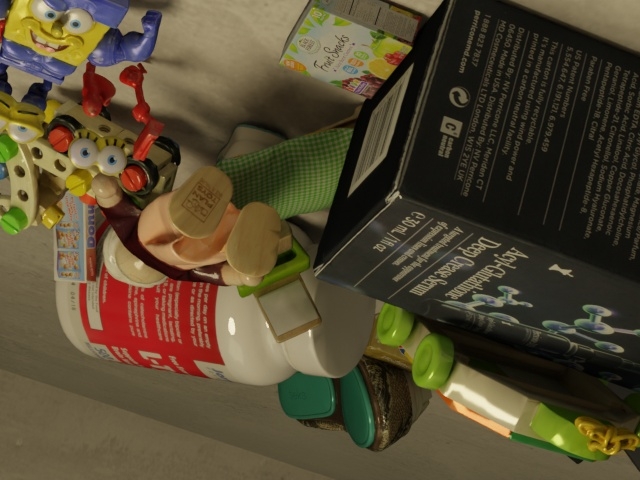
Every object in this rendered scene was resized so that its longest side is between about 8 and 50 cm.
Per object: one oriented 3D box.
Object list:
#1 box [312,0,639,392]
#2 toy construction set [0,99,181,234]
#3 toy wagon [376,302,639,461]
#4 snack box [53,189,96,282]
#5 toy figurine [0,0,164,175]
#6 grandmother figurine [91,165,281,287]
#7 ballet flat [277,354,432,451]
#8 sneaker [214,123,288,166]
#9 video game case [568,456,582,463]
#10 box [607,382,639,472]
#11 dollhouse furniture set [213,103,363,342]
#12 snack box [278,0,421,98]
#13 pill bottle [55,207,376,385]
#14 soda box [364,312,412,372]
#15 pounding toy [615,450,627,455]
[{"bbox_3d":[0.233,-0.028,1.352,0.395,0.212,0.293,19,161,-8],"label":"box"},{"bbox_3d":[-0.270,-0.058,1.748,0.328,0.151,0.215,20,126,-1],"label":"toy construction set"},{"bbox_3d":[0.212,0.153,1.463,0.267,0.068,0.344,17,-168,-19],"label":"toy wagon"},{"bbox_3d":[-0.330,-0.033,1.908,0.064,0.178,0.022,2,-175,37],"label":"snack box"},{"bbox_3d":[-0.284,-0.243,1.393,0.363,0.191,0.217,22,133,-20],"label":"toy figurine"},{"bbox_3d":[-0.162,-0.003,1.532,0.208,0.104,0.342,44,160,-10],"label":"grandmother figurine"},{"bbox_3d":[0.079,0.254,2.406,0.182,0.164,0.483,-6,180,-19],"label":"ballet flat"},{"bbox_3d":[-0.095,-0.062,1.731,0.087,0.092,0.228,16,163,-1],"label":"sneaker"},{"bbox_3d":[0.246,0.170,1.954,0.275,0.035,0.248,40,-170,-50],"label":"video game case"},{"bbox_3d":[0.518,0.264,1.712,0.312,0.179,0.343,32,-162,-40],"label":"box"},{"bbox_3d":[0.000,0.000,1.601,0.198,0.151,0.301,-23,161,-9],"label":"dollhouse furniture set"},{"bbox_3d":[0.025,-0.188,1.347,0.100,0.037,0.141,21,161,-8],"label":"snack box"},{"bbox_3d":[-0.141,0.075,1.951,0.408,0.229,0.229,6,159,31],"label":"pill bottle"},{"bbox_3d":[0.151,0.176,2.248,0.181,0.058,0.061,23,161,-17],"label":"soda box"},{"bbox_3d":[0.397,0.174,1.918,0.237,0.183,0.110,41,-163,-30],"label":"pounding toy"}]
